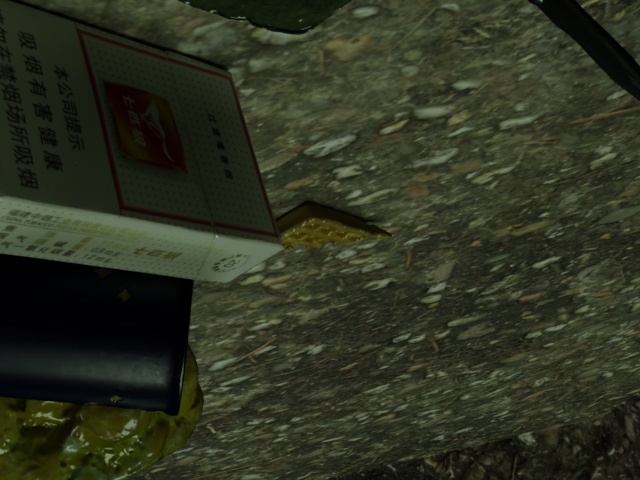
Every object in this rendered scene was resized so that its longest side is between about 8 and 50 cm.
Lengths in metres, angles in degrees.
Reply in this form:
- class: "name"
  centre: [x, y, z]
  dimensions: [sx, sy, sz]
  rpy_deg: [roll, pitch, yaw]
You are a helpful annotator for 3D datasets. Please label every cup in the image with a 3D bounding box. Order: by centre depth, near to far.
- class: "cup"
  centre: [-0.269, 0.087, 1.263]
  dimensions: [0.256, 0.178, 0.255]
  rpy_deg: [6, 170, -7]

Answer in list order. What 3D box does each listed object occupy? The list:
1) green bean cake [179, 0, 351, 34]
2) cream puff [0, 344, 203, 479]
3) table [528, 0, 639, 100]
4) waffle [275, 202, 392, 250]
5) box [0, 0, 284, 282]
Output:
- class: "green bean cake"
  centre: [-0.028, -0.257, 0.975]
  dimensions: [0.183, 0.094, 0.185]
  rpy_deg: [5, 149, -44]
- class: "cream puff"
  centre: [-0.345, 0.186, 1.586]
  dimensions: [0.378, 0.275, 0.378]
  rpy_deg: [-19, -173, 3]
- class: "table"
  centre: [0.169, -0.274, 0.723]
  dimensions: [0.249, 0.317, 0.317]
  rpy_deg: [30, 149, 0]
- class: "waffle"
  centre: [0.000, 0.000, 1.668]
  dimensions: [0.125, 0.032, 0.191]
  rpy_deg: [-32, 153, 26]
- class: "box"
  centre: [-0.197, -0.085, 1.094]
  dimensions: [0.095, 0.210, 0.330]
  rpy_deg: [-31, 154, 31]
